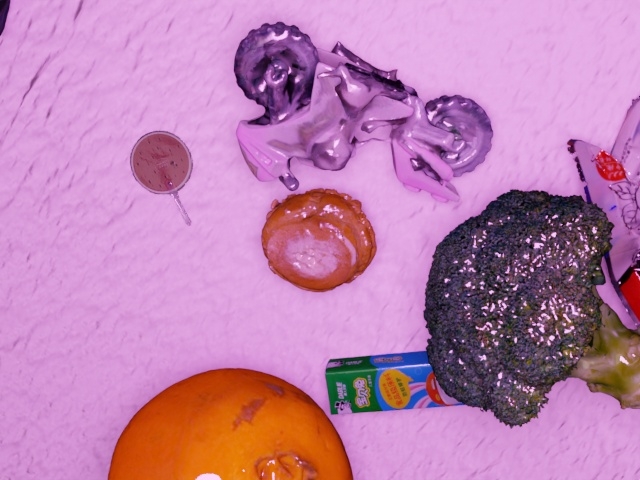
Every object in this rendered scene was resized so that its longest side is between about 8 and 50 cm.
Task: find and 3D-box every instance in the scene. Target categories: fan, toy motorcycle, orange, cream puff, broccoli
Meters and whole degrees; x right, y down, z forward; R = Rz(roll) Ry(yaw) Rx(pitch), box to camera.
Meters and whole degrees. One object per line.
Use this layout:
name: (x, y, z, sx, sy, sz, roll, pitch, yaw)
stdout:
fan: (-0.200, -0.080, 1.160, 0.085, 0.005, 0.133, -21, 98, 10)
toy motorcycle: (0.037, -0.128, 1.061, 0.326, 0.143, 0.188, 20, 113, -13)
orange: (-0.109, 0.312, 1.083, 0.311, 0.312, 0.312, 1, 102, 7)
cream puff: (0.001, -0.004, 1.100, 0.143, 0.103, 0.126, 8, 123, 19)
broccoli: (0.252, 0.085, 1.013, 0.297, 0.297, 0.298, 32, 104, -16)

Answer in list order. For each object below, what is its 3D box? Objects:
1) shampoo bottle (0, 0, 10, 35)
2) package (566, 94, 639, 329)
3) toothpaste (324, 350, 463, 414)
shampoo bottle: (-0.386, -0.424, 1.043, 0.078, 0.134, 0.360, 16, 106, 3)
package: (0.410, -0.034, 1.064, 0.194, 0.071, 0.269, -32, 101, 5)
toothpaste: (0.142, 0.182, 1.150, 0.266, 0.050, 0.065, -6, 104, 9)
